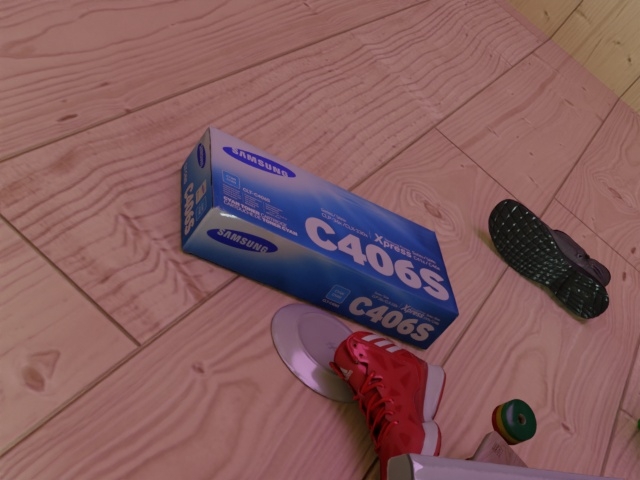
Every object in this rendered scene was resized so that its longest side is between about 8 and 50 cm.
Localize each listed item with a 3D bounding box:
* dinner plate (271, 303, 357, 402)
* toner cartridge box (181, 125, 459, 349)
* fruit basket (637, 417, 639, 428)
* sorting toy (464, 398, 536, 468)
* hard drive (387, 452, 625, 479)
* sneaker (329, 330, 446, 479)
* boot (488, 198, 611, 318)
[{"bbox_3d":[0.008,0.121,1.137,0.141,0.017,0.141,28,33,-20],"label":"dinner plate"},{"bbox_3d":[0.000,0.000,1.234,0.348,0.075,0.165,24,32,-25],"label":"toner cartridge box"},{"bbox_3d":[0.677,0.314,1.404,0.392,0.283,0.392,12,42,-12],"label":"fruit basket"},{"bbox_3d":[0.175,0.295,1.028,0.132,0.046,0.274,48,47,-6],"label":"sorting toy"},{"bbox_3d":[0.197,0.320,0.968,0.307,0.040,0.203,15,62,-34],"label":"hard drive"},{"bbox_3d":[0.055,0.178,1.051,0.128,0.087,0.221,32,24,-5],"label":"sneaker"},{"bbox_3d":[0.371,0.016,1.643,0.246,0.083,0.161,44,22,-3],"label":"boot"}]
